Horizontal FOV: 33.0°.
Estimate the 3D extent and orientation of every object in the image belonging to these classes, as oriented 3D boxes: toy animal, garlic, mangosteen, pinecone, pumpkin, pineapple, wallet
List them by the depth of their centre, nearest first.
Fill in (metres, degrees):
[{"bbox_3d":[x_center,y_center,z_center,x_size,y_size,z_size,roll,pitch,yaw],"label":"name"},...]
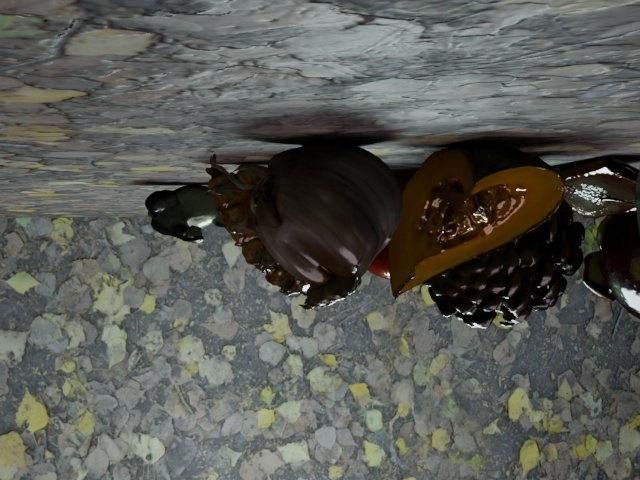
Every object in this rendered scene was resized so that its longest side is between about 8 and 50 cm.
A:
[{"bbox_3d":[-0.024,-0.019,1.285,0.256,0.207,0.207,6,-177,28],"label":"garlic"},{"bbox_3d":[0.200,-0.044,1.382,0.163,0.111,0.278,0,144,-25],"label":"pumpkin"},{"bbox_3d":[0.256,0.011,1.533,0.257,0.243,0.243,23,167,-30],"label":"pinecone"},{"bbox_3d":[0.004,-0.002,1.534,0.158,0.161,0.334,-21,143,34],"label":"pineapple"},{"bbox_3d":[0.430,-0.079,1.658,0.137,0.031,0.255,28,171,-11],"label":"wallet"},{"bbox_3d":[-0.194,-0.054,1.871,0.225,0.094,0.121,-11,-168,-17],"label":"toy animal"},{"bbox_3d":[0.660,0.023,2.022,0.311,0.311,0.311,-2,179,0],"label":"mangosteen"}]

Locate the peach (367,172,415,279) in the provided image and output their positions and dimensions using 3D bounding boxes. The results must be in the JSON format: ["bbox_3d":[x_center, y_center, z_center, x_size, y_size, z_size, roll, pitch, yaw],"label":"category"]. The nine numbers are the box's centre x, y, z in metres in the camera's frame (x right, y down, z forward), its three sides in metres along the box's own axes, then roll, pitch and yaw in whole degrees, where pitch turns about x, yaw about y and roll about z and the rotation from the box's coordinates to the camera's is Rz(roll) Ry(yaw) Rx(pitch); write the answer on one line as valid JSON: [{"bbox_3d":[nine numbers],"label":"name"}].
[{"bbox_3d":[0.165,-0.020,1.749,0.226,0.196,0.190,-1,-149,20],"label":"peach"}]

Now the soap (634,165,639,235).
[{"bbox_3d":[0.385,-0.035,0.950,0.199,0.138,0.182,-1,150,11],"label":"soap"}]
